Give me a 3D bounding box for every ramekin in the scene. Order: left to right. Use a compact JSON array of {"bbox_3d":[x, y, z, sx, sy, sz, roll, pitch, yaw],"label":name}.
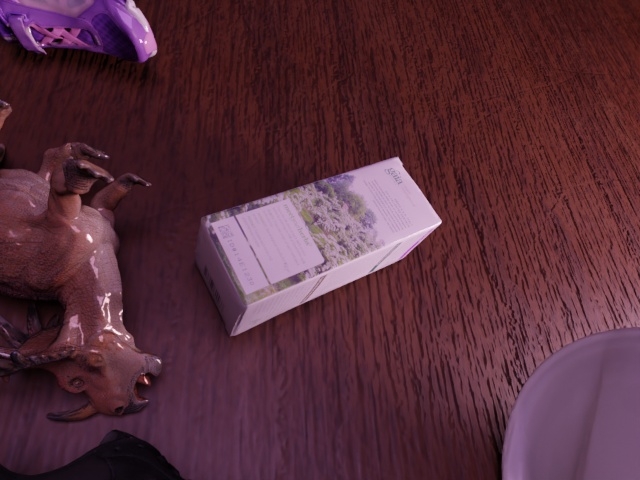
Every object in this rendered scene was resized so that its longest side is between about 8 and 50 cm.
[{"bbox_3d":[0.293,0.212,0.343,0.127,0.273,0.273,16,56,-24],"label":"ramekin"}]

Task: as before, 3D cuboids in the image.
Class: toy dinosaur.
[{"bbox_3d":[-0.253,0.005,0.363,0.295,0.127,0.200,31,90,20],"label":"toy dinosaur"}]

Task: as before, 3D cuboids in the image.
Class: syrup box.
[{"bbox_3d":[0.000,0.000,0.457,0.236,0.096,0.093,-21,71,-28],"label":"syrup box"}]

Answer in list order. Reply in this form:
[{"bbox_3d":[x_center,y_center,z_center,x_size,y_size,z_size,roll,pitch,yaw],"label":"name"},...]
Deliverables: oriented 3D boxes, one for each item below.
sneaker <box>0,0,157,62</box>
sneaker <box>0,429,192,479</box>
[{"bbox_3d":[-0.313,-0.260,0.512,0.236,0.095,0.105,24,63,2],"label":"sneaker"},{"bbox_3d":[-0.110,0.189,0.294,0.283,0.107,0.124,11,47,-27],"label":"sneaker"}]
